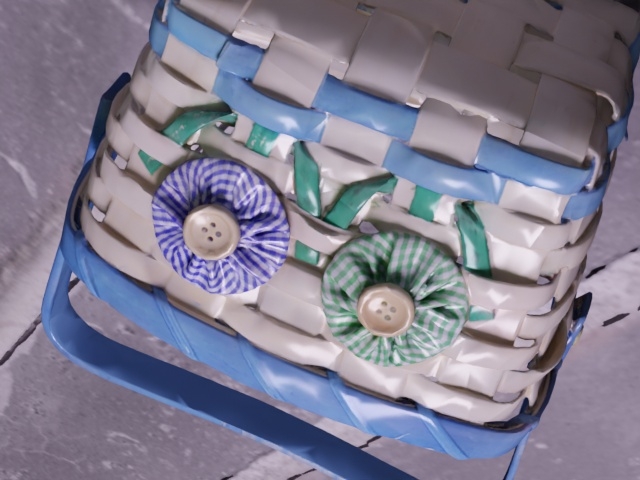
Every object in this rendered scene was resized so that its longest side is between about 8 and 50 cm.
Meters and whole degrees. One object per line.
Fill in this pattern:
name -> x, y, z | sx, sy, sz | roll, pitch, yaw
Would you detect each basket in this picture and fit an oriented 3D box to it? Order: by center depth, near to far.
basket -> 0.000, 0.000, 0.648 | 0.255, 0.201, 0.289 | 22, 136, 5
